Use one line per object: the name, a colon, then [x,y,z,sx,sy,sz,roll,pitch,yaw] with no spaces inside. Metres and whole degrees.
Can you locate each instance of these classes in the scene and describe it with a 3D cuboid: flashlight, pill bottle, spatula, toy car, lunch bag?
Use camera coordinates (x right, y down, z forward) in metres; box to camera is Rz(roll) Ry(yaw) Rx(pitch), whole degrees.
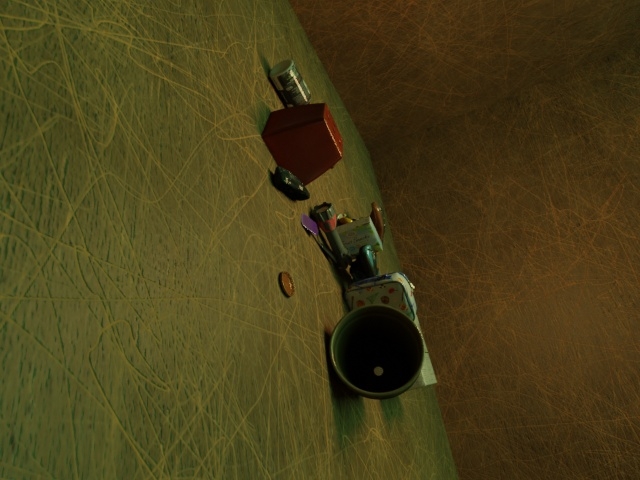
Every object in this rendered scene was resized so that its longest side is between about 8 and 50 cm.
flashlight: [0.058,-0.022,1.832,0.103,0.103,0.303,-41,124,-25]
pill bottle: [-0.127,-0.702,1.927,0.245,0.131,0.130,55,23,-43]
spatula: [0.000,0.000,1.724,0.084,0.031,0.296,-94,157,-48]
toy car: [0.139,-0.045,2.065,0.182,0.159,0.136,35,74,-64]
lunch bag: [0.269,0.262,1.812,0.243,0.304,0.115,67,25,-14]

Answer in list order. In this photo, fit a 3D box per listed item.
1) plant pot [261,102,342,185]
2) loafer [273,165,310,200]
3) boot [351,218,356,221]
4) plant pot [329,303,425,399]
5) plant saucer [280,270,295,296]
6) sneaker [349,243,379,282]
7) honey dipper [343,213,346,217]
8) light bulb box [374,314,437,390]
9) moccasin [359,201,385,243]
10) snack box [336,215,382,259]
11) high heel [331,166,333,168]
plant pot: [-0.050,-0.400,1.652,0.267,0.236,0.267,-86,153,-53]
loafer: [-0.103,-0.211,1.550,0.223,0.076,0.078,30,51,-60]
boot: [0.227,-0.055,2.466,0.085,0.059,0.157,0,70,-78]
plant pot: [0.206,0.436,1.501,0.280,0.324,0.322,77,5,-55]
plant saucer: [-0.104,0.135,1.276,0.083,0.013,0.083,-19,90,-73]
sneaker: [0.194,0.131,1.908,0.340,0.140,0.124,73,22,-57]
honey dipper: [0.125,-0.124,2.272,0.160,0.031,0.030,-59,128,-74]
light bulb box: [0.388,0.544,2.011,0.358,0.226,0.360,35,38,-62]
moccasin: [0.306,-0.080,2.452,0.380,0.147,0.139,86,2,-55]
snack box: [0.167,-0.003,1.947,0.070,0.207,0.174,-86,152,-54]
high heel: [0.022,-0.418,2.231,0.261,0.093,0.186,66,35,-60]
